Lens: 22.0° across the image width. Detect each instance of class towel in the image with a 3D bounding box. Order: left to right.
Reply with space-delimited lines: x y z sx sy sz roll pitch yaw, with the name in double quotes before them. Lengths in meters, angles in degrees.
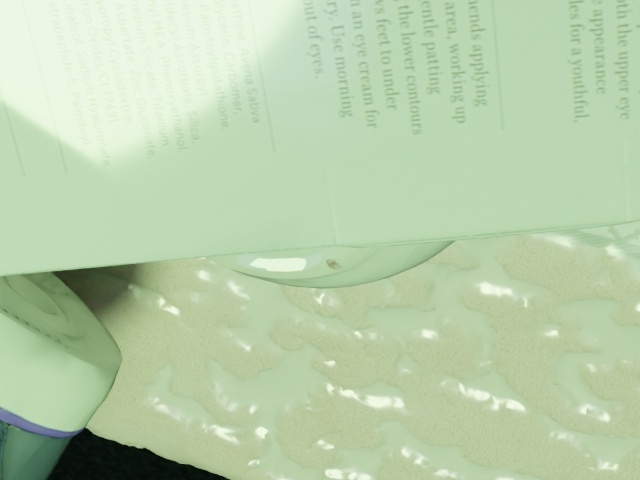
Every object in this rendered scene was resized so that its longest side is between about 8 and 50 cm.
"towel" 0.000 0.000 0.625 0.331 0.053 0.317 18 137 6

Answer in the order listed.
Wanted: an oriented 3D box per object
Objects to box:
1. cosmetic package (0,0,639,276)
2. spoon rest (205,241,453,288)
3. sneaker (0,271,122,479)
"cosmetic package" 0.018 -0.177 0.325 0.284 0.097 0.377 -3 124 8
"spoon rest" -0.071 -0.059 0.520 0.276 0.084 0.137 17 138 -11
"sneaker" -0.255 0.052 0.576 0.322 0.130 0.236 35 100 -25
